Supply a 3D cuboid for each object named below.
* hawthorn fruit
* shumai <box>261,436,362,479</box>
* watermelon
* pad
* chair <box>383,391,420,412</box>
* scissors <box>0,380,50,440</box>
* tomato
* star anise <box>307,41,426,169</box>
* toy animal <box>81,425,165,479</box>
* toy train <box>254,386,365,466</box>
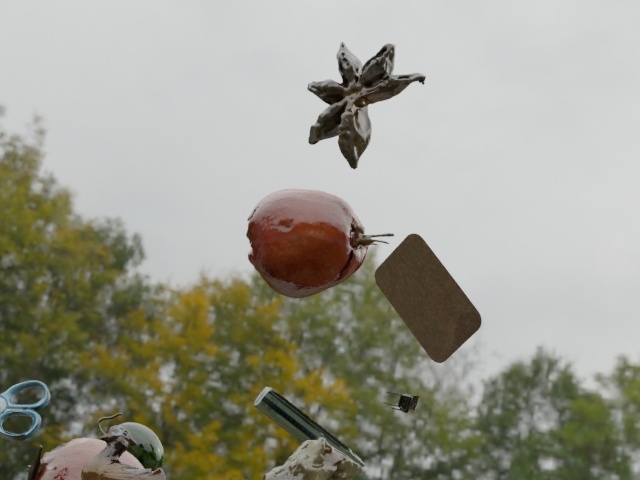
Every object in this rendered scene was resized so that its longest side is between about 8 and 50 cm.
[{"bbox_3d":[0.000,0.000,2.099,0.299,0.211,0.211,-6,-29,19],"label":"hawthorn fruit"},{"bbox_3d":[-0.022,0.429,1.913,0.166,0.176,0.206,22,-15,16],"label":"shumai"},{"bbox_3d":[-0.440,0.473,2.505,0.187,0.141,0.141,32,-18,20],"label":"watermelon"},{"bbox_3d":[0.235,0.128,2.459,0.002,0.266,0.176,-11,-31,-50],"label":"pad"},{"bbox_3d":[0.170,0.322,2.198,0.086,0.037,0.042,16,0,-33],"label":"chair"},{"bbox_3d":[-0.630,0.311,2.046,0.256,0.125,0.030,0,-44,10],"label":"scissors"},{"bbox_3d":[-0.430,0.524,2.105,0.309,0.309,0.170,24,-20,-24],"label":"tomato"},{"bbox_3d":[0.047,-0.229,1.742,0.172,0.208,0.063,47,15,29],"label":"star anise"},{"bbox_3d":[-0.325,0.422,1.942,0.188,0.179,0.089,18,-34,-10],"label":"toy animal"},{"bbox_3d":[-0.019,0.380,2.169,0.252,0.048,0.055,39,-10,-8],"label":"toy train"}]
